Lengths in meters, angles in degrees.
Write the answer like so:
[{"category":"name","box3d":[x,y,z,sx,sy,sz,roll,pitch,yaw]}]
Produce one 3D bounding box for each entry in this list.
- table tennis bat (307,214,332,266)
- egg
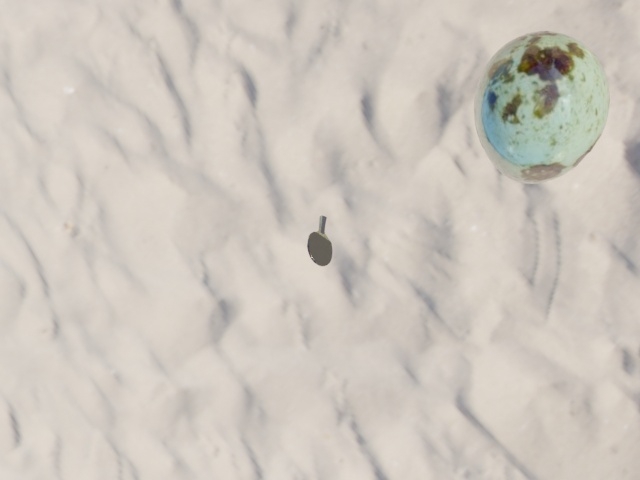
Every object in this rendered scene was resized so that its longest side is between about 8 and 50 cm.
[{"category":"table tennis bat","box3d":[0.000,0.000,2.003,0.050,0.083,0.007,30,142,-35]},{"category":"egg","box3d":[0.277,-0.162,1.714,0.169,0.169,0.231,36,151,19]}]
